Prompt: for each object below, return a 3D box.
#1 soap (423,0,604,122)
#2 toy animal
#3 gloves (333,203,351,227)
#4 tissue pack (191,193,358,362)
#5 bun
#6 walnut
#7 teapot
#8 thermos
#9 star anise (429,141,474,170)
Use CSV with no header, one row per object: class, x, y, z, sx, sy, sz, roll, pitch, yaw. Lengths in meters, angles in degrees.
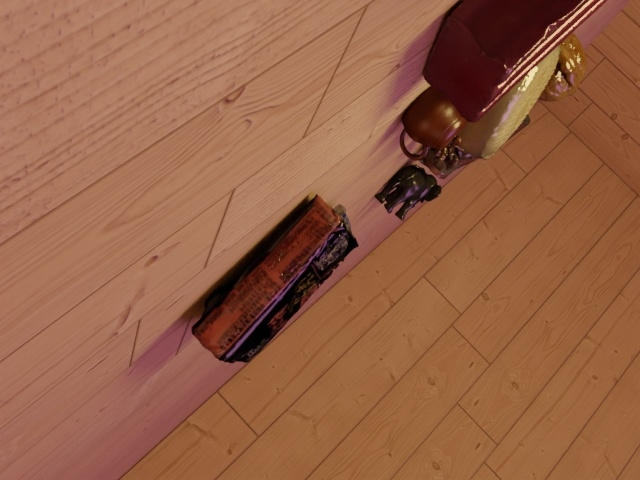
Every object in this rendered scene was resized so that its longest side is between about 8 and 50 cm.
soap,0.334,-0.357,1.139,0.359,0.128,0.233,-43,174,-8
toy animal,0.243,-0.127,2.039,0.146,0.114,0.245,-45,173,11
gloves,0.004,0.003,1.598,0.229,0.097,0.119,117,-11,-56
tissue pack,-0.081,0.074,1.380,0.332,0.123,0.245,-47,168,-2
bun,0.344,-0.297,1.468,0.287,0.146,0.287,-54,167,-18
walnut,0.525,-0.405,1.741,0.155,0.184,0.155,-37,-172,6
teapot,0.212,-0.211,1.386,0.173,0.116,0.116,-48,172,33
thermos,0.369,-0.260,1.890,0.265,0.146,0.176,-41,-178,27
star anise,0.300,-0.257,1.651,0.227,0.218,0.148,-28,-128,60
